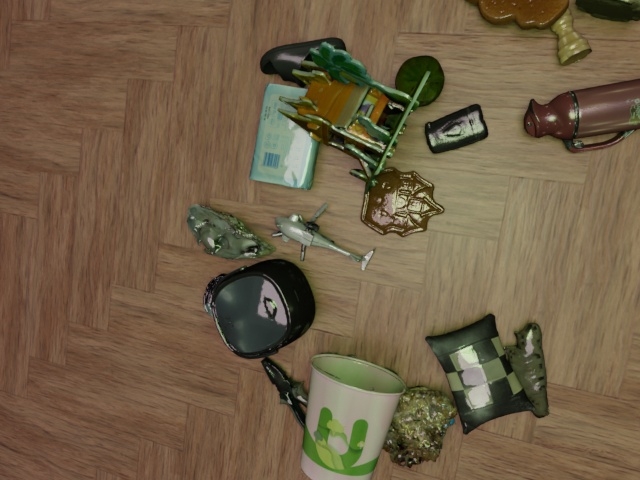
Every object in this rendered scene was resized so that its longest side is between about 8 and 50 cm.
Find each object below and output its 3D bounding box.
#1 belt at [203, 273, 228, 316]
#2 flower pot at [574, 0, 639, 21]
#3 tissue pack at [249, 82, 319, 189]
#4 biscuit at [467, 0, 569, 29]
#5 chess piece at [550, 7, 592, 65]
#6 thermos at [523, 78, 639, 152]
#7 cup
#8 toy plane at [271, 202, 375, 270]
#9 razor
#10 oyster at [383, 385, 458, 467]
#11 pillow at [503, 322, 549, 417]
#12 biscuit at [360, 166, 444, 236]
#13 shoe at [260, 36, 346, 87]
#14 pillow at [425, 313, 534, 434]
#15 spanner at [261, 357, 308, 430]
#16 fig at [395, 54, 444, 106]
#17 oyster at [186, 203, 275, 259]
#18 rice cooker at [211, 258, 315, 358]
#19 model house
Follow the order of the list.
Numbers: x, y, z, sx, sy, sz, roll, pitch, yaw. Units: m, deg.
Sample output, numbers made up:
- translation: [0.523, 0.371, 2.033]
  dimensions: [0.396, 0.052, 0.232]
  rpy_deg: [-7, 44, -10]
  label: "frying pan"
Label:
- translation: [-0.293, 0.167, 1.300]
  dimensions: [0.105, 0.058, 0.140]
  rpy_deg: [23, 97, 8]
  label: "belt"
- translation: [0.654, -0.584, 0.897]
  dimensions: [0.212, 0.212, 0.203]
  rpy_deg: [24, 108, 13]
  label: "flower pot"
- translation: [-0.085, -0.281, 1.190]
  dimensions: [0.176, 0.089, 0.264]
  rpy_deg: [12, 95, 12]
  label: "tissue pack"
- translation: [0.442, -0.602, 1.017]
  dimensions: [0.186, 0.044, 0.295]
  rpy_deg: [-43, 71, 19]
  label: "biscuit"
- translation: [0.569, -0.475, 0.998]
  dimensions: [0.066, 0.066, 0.122]
  rpy_deg: [-19, 83, 17]
  label: "chess piece"
- translation: [0.637, -0.285, 0.977]
  dimensions: [0.329, 0.136, 0.110]
  rpy_deg: [-6, 65, 17]
  label: "thermos"
- translation: [0.066, 0.454, 1.102]
  dimensions: [0.252, 0.253, 0.274]
  rpy_deg: [14, 92, 15]
  label: "cup"
- translation: [-0.003, 0.010, 1.180]
  dimensions: [0.273, 0.107, 0.182]
  rpy_deg: [44, 109, 5]
  label: "toy plane"
- translation: [0.336, -0.274, 1.082]
  dimensions: [0.147, 0.054, 0.090]
  rpy_deg: [-17, 89, 18]
  label: "razor"
- translation: [0.252, 0.492, 1.151]
  dimensions: [0.259, 0.092, 0.198]
  rpy_deg: [-31, 81, 19]
  label: "oyster"
- translation: [0.511, 0.325, 1.079]
  dimensions: [0.093, 0.051, 0.242]
  rpy_deg: [-6, 94, 25]
  label: "pillow"
- translation: [0.218, -0.097, 1.141]
  dimensions: [0.215, 0.034, 0.183]
  rpy_deg: [10, 97, 15]
  label: "biscuit"
- translation: [-0.047, -0.464, 1.154]
  dimensions: [0.240, 0.108, 0.093]
  rpy_deg: [-8, 88, 13]
  label: "shoe"
- translation: [0.392, 0.329, 1.076]
  dimensions: [0.185, 0.106, 0.250]
  rpy_deg: [-21, 76, 7]
  label: "pillow"
- translation: [-0.062, 0.470, 1.257]
  dimensions: [0.325, 0.040, 0.096]
  rpy_deg: [47, 112, 13]
  label: "spanner"
- translation: [0.240, -0.390, 1.050]
  dimensions: [0.123, 0.156, 0.124]
  rpy_deg: [3, 101, 14]
  label: "fig"
- translation: [-0.280, -0.027, 1.265]
  dimensions: [0.251, 0.087, 0.200]
  rpy_deg: [-12, 100, 24]
  label: "oyster"
- translation: [-0.151, 0.178, 1.173]
  dimensions: [0.266, 0.224, 0.268]
  rpy_deg: [1, 96, 15]
  label: "rice cooker"
- translation: [0.041, -0.284, 0.977]
  dimensions: [0.312, 0.357, 0.243]
  rpy_deg: [25, 92, 2]
  label: "model house"
